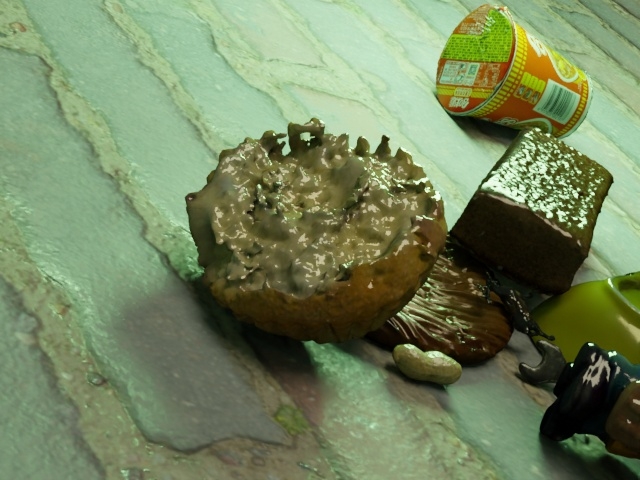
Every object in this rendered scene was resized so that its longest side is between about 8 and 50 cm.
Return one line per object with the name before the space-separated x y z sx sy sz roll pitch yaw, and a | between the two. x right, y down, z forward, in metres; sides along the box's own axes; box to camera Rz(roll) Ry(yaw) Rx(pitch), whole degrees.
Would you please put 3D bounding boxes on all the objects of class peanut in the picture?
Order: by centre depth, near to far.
peanut | 0.112 0.133 1.429 0.083 0.037 0.037 21 27 -27

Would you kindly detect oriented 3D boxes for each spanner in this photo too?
spanner | 0.346 0.187 1.541 0.255 0.054 0.015 27 -14 -2

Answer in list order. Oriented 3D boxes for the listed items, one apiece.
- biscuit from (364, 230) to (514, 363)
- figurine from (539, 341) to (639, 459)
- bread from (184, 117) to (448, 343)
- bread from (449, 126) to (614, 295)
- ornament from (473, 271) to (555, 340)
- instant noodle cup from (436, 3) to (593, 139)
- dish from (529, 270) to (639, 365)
biscuit | 0.088 0.033 1.582 0.318 0.040 0.318 23 26 -12
figurine | 0.417 0.206 1.426 0.332 0.185 0.204 37 63 10
bread | 0.000 0.000 1.395 0.274 0.149 0.274 -5 48 6
bread | 0.289 -0.044 1.787 0.165 0.113 0.416 28 20 8
ornament | 0.223 0.078 1.566 0.125 0.028 0.073 27 33 -47
instant noodle cup | 0.328 -0.260 2.199 0.212 0.193 0.193 20 26 -33
dish | 0.394 0.111 1.656 0.221 0.108 0.262 43 31 25
